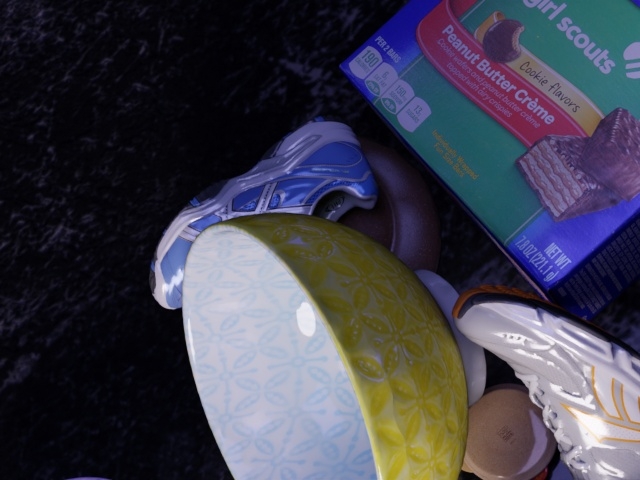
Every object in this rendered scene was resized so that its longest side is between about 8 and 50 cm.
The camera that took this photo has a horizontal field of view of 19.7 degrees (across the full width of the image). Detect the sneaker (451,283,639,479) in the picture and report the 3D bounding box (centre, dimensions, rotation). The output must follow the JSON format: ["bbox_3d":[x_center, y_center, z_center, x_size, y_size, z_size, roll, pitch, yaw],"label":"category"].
[{"bbox_3d":[0.198,0.130,1.338,0.262,0.099,0.121,30,94,-10],"label":"sneaker"}]

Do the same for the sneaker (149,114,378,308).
[{"bbox_3d":[-0.047,-0.011,1.482,0.211,0.080,0.081,-39,63,6],"label":"sneaker"}]

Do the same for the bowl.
[{"bbox_3d":[0.030,0.100,1.395,0.156,0.289,0.289,-21,63,-26],"label":"bowl"}]

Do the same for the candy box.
[{"bbox_3d":[0.224,-0.138,1.445,0.317,0.122,0.268,-42,65,2],"label":"candy box"}]

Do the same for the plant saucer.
[{"bbox_3d":[0.000,0.000,1.527,0.198,0.036,0.199,-6,72,17],"label":"plant saucer"}]

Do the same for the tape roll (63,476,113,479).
[{"bbox_3d":[-0.177,0.288,1.476,0.189,0.080,0.189,-6,72,18],"label":"tape roll"}]

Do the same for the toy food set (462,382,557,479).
[{"bbox_3d":[0.147,0.153,1.439,0.082,0.020,0.083,28,84,24],"label":"toy food set"}]
